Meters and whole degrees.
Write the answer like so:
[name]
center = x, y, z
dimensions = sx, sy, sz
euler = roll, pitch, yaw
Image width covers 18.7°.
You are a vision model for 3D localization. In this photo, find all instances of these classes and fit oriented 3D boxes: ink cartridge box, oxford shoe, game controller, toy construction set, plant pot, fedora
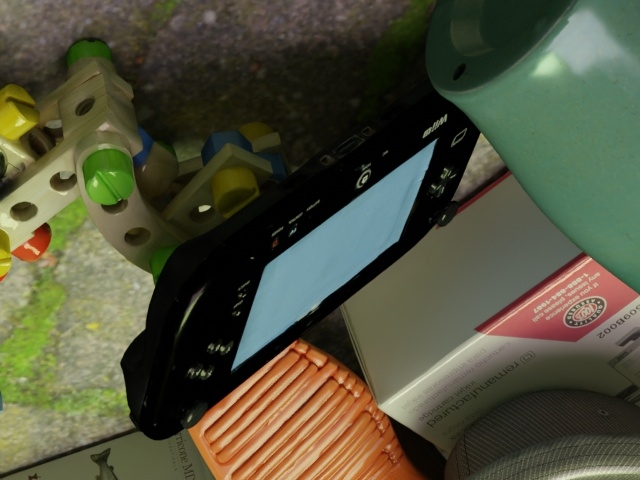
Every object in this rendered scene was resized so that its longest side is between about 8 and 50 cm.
[ink cartridge box]
center = 0.186, 0.082, 1.442
dimensions = 0.207, 0.117, 0.283
euler = -38, 134, 19
[oxford shoe]
center = 0.013, 0.166, 1.468
dimensions = 0.130, 0.133, 0.364
euler = -41, 114, 7
[game controller]
center = 0.000, 0.000, 1.210
dimensions = 0.319, 0.067, 0.166
euler = -38, 166, -40
[toy construction set]
center = -0.190, 0.009, 1.223
dimensions = 0.328, 0.151, 0.215
euler = -45, 133, 11
[plant pot]
center = 0.213, -0.103, 1.172
dimensions = 0.255, 0.272, 0.271
euler = 30, 120, -24
[fedora]
center = 0.193, 0.196, 1.381
dimensions = 0.275, 0.124, 0.244
euler = 14, 127, -19

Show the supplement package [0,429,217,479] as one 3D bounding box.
[supplement package]
center = -0.159, 0.226, 1.475
dimensions = 0.179, 0.105, 0.105
euler = -19, 137, -1
